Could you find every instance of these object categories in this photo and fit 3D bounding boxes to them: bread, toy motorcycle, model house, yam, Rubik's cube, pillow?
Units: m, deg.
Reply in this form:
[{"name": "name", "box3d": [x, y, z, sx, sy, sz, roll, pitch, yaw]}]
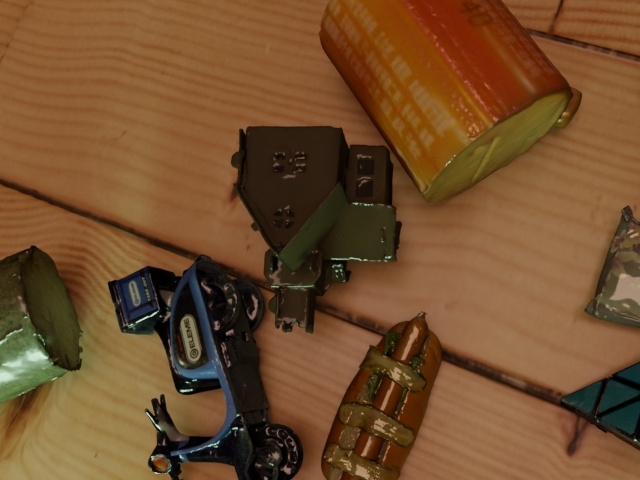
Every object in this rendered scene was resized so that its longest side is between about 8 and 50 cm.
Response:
[{"name": "bread", "box3d": [0.313, -0.198, 0.906, 0.103, 0.049, 0.062, 24, 75, 16]}, {"name": "toy motorcycle", "box3d": [-0.161, 0.194, 0.881, 0.212, 0.125, 0.359, -25, 72, 14]}, {"name": "model house", "box3d": [0.000, 0.000, 0.837, 0.204, 0.211, 0.244, 1, 73, 13]}, {"name": "yam", "box3d": [-0.505, 0.151, 0.921, 0.299, 0.195, 0.195, -23, 74, 4]}, {"name": "Rubik's cube", "box3d": [0.452, 0.197, 0.765, 0.190, 0.211, 0.178, 36, 86, -18]}, {"name": "pillow", "box3d": [0.484, 0.061, 0.809, 0.254, 0.059, 0.169, 17, 86, 16]}]

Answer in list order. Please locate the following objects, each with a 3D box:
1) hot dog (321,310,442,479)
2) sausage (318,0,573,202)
[{"name": "hot dog", "box3d": [0.085, 0.220, 0.847, 0.109, 0.072, 0.270, 23, 84, 13]}, {"name": "sausage", "box3d": [0.159, -0.231, 0.855, 0.233, 0.233, 0.287, -32, 75, 3]}]
